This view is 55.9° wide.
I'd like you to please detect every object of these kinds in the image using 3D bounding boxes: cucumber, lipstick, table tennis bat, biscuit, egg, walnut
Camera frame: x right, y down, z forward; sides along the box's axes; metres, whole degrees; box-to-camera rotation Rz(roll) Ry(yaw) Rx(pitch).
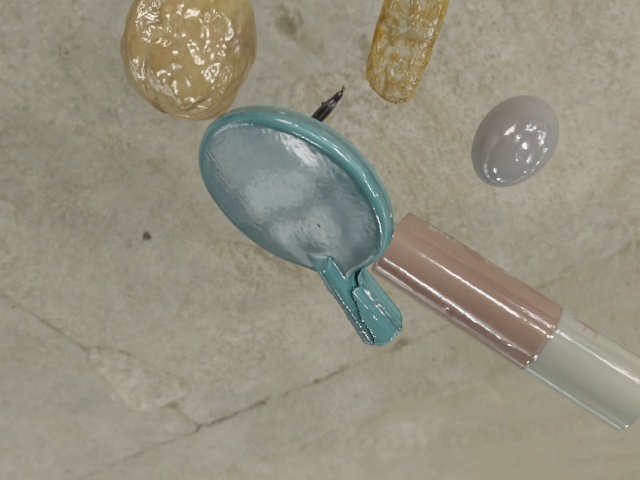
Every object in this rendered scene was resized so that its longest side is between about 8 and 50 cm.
[{"bbox_3d":[0.012,-0.362,1.660,0.163,0.039,0.043,-46,165,15],"label":"cucumber"},{"bbox_3d":[0.171,0.069,0.549,0.254,0.070,0.070,33,124,11],"label":"lipstick"},{"bbox_3d":[0.000,0.000,0.381,0.124,0.033,0.201,-2,136,39],"label":"table tennis bat"},{"bbox_3d":[0.142,-0.348,1.033,0.029,0.118,0.247,-27,147,-37],"label":"biscuit"},{"bbox_3d":[0.438,-0.221,1.372,0.176,0.176,0.232,45,76,-33],"label":"egg"},{"bbox_3d":[-0.336,-0.494,1.537,0.381,0.381,0.381,-3,129,-4],"label":"walnut"}]
